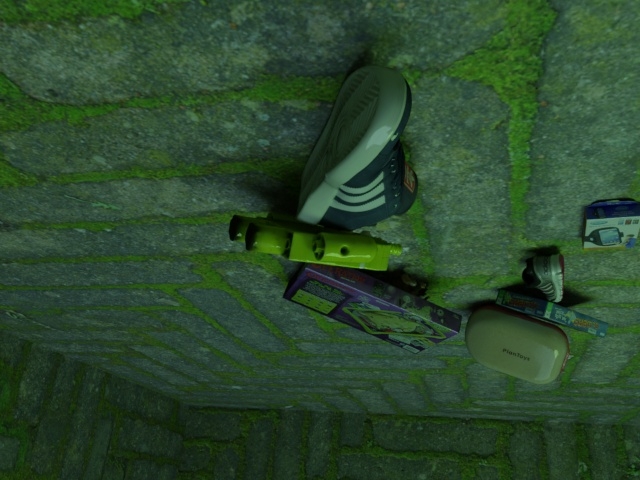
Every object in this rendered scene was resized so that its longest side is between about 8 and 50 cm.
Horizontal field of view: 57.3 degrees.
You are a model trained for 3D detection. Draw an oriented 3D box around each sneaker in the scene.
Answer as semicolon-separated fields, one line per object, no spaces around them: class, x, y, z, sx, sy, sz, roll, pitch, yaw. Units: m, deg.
sneaker;0.428;0.071;1.128;0.075;0.063;0.170;2;158;23
sneaker;0.074;-0.100;0.757;0.148;0.131;0.350;12;164;-11

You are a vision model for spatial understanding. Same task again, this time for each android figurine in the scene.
android figurine;0.000;0.000;0.940;0.273;0.056;0.248;6;-173;-25

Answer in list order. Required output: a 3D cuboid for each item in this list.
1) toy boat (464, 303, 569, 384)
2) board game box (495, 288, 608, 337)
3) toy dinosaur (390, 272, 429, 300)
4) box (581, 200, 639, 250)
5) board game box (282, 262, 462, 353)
toy boat;0.460;0.224;1.374;0.231;0.151;0.151;18;118;20
board game box;0.499;0.157;1.265;0.201;0.035;0.136;19;177;-27
toy dinosaur;0.174;0.107;1.280;0.112;0.064;0.211;23;152;-8
box;0.472;-0.023;0.953;0.081;0.028;0.136;-4;155;20
board game box;0.104;0.144;1.276;0.347;0.056;0.208;24;157;-8
